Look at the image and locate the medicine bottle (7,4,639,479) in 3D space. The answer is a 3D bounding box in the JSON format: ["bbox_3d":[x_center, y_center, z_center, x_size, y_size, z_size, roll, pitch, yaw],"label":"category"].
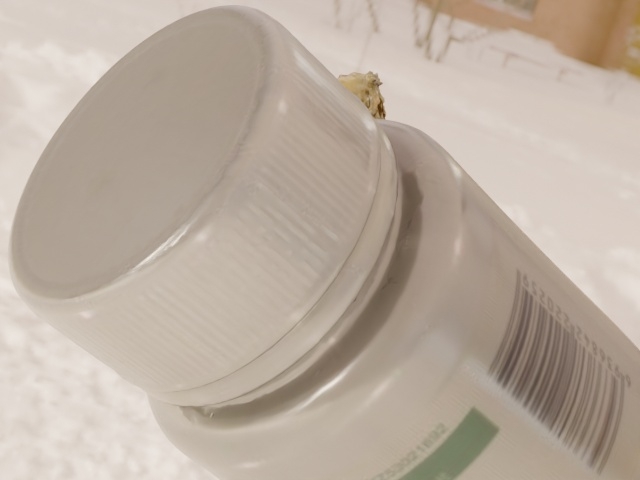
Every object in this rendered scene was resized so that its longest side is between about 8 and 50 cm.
[{"bbox_3d":[0.017,0.049,0.731,0.339,0.208,0.208,41,-2,-35],"label":"medicine bottle"}]

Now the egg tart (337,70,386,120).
[{"bbox_3d":[0.000,0.000,1.188,0.123,0.294,0.294,30,13,6],"label":"egg tart"}]
